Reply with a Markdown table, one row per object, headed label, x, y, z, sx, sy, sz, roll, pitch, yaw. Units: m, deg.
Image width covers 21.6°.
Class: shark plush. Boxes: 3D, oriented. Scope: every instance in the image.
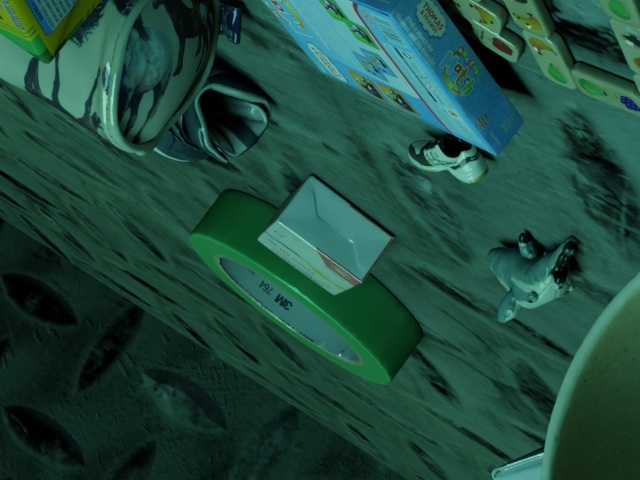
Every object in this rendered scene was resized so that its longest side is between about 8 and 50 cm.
| label | x | y | z | sx | sy | sz | roll | pitch | yaw |
| --- | --- | --- | --- | --- | --- | --- | --- | --- | --- |
| shark plush | 0.183 | 0.025 | 1.480 | 0.161 | 0.073 | 0.067 | 104 | 143 | -83 |

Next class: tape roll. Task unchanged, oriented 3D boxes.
| label | x | y | z | sx | sy | sz | roll | pitch | yaw |
| --- | --- | --- | --- | --- | --- | --- | --- | --- | --- |
| tape roll | -0.021 | 0.062 | 2.169 | 0.321 | 0.077 | 0.321 | 34 | 169 | 8 |

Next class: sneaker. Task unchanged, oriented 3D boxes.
| label | x | y | z | sx | sy | sz | roll | pitch | yaw |
| --- | --- | --- | --- | --- | --- | --- | --- | --- | --- |
| sneaker | 0.103 | -0.075 | 1.381 | 0.083 | 0.032 | 0.037 | 18 | 145 | 44 |
| sneaker | -0.115 | -0.117 | 1.701 | 0.163 | 0.086 | 0.226 | 34 | 168 | 27 |

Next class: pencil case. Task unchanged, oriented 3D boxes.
| label | x | y | z | sx | sy | sz | roll | pitch | yaw |
| --- | --- | --- | --- | --- | --- | --- | --- | --- | --- |
| pencil case | -0.268 | -0.243 | 1.476 | 0.410 | 0.183 | 0.160 | 32 | -164 | 25 |

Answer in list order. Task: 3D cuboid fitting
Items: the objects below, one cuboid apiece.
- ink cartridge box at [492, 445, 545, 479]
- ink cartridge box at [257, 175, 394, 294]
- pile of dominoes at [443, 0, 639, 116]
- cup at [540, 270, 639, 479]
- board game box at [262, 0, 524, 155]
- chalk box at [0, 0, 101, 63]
| label | x | y | z | sx | sy | sz | roll | pitch | yaw |
| --- | --- | --- | --- | --- | --- | --- | --- | --- | --- |
| ink cartridge box | 0.275 | 0.241 | 1.309 | 0.307 | 0.129 | 0.223 | -7 | -103 | -62 |
| ink cartridge box | 0.000 | 0.000 | 1.875 | 0.115 | 0.067 | 0.198 | 37 | 169 | -3 |
| pile of dominoes | 0.108 | -0.152 | 1.016 | 0.196 | 0.040 | 0.251 | 27 | 165 | 37 |
| cup | 0.338 | 0.168 | 1.046 | 0.237 | 0.331 | 0.331 | 16 | -175 | -40 |
| board game box | 0.033 | -0.151 | 1.211 | 0.211 | 0.039 | 0.160 | 30 | 168 | 46 |
| chalk box | -0.269 | -0.296 | 1.198 | 0.289 | 0.179 | 0.180 | 32 | 167 | 19 |
